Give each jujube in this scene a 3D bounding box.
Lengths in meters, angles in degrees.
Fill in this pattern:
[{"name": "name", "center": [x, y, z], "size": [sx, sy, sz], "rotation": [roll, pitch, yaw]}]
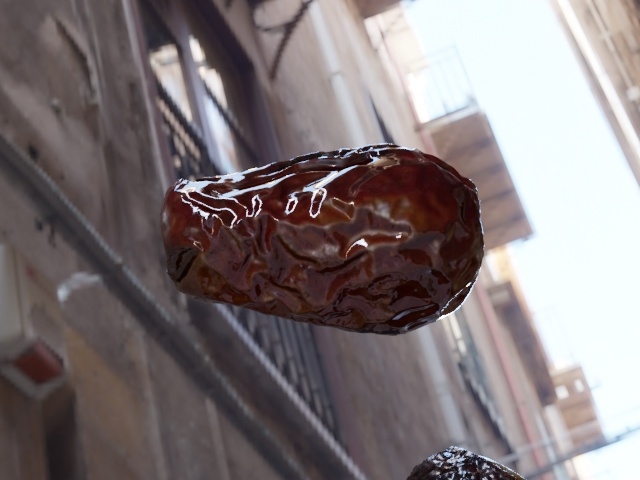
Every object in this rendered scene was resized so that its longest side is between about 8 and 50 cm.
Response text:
[{"name": "jujube", "center": [0.000, 0.000, 1.627], "size": [0.342, 0.216, 0.216], "rotation": [4, -41, -4]}]

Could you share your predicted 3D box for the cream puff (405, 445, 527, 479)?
[{"name": "cream puff", "center": [0.178, 0.330, 1.606], "size": [0.165, 0.239, 0.239], "rotation": [-53, -39, -12]}]
